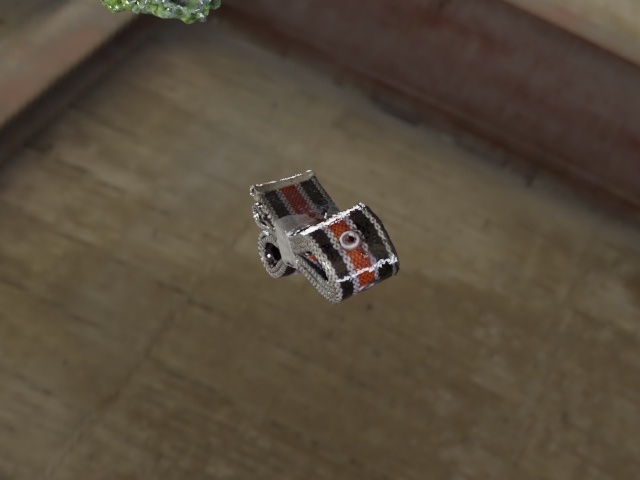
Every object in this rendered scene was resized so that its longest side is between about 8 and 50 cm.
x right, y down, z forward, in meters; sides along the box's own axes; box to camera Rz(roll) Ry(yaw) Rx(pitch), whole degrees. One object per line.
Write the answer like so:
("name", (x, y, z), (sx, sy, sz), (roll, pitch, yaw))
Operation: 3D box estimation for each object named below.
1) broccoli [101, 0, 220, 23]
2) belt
("broccoli", (-0.155, -0.399, 1.749), (0.302, 0.249, 0.375), (-16, -102, -19))
("belt", (0.000, 0.000, 2.174), (0.094, 0.126, 0.359), (-17, -166, -12))
